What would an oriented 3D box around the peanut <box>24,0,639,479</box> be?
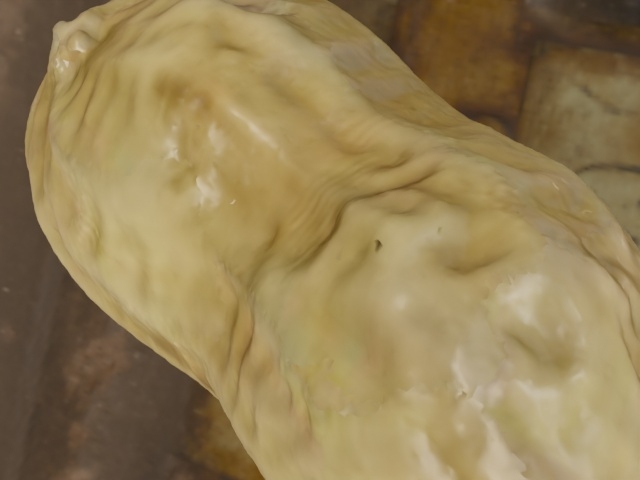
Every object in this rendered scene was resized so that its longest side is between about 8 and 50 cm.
[{"bbox_3d":[0.000,0.000,0.476,0.140,0.325,0.153,-37,126,-10],"label":"peanut"}]
